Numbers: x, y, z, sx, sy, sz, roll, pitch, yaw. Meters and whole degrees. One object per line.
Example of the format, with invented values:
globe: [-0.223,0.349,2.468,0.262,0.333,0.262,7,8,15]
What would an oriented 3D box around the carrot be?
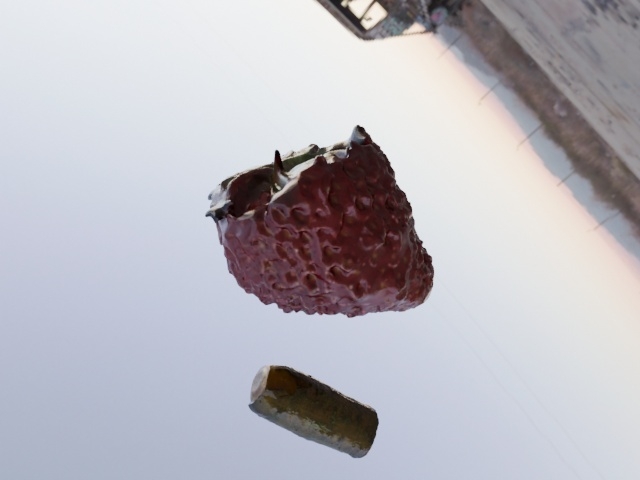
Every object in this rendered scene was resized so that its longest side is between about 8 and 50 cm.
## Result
carrot: [-0.011,0.223,0.907,0.173,0.082,0.082,31,-155,-18]

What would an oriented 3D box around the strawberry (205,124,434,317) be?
strawberry: [0.004,-0.001,0.824,0.261,0.261,0.257,-59,-47,-68]
